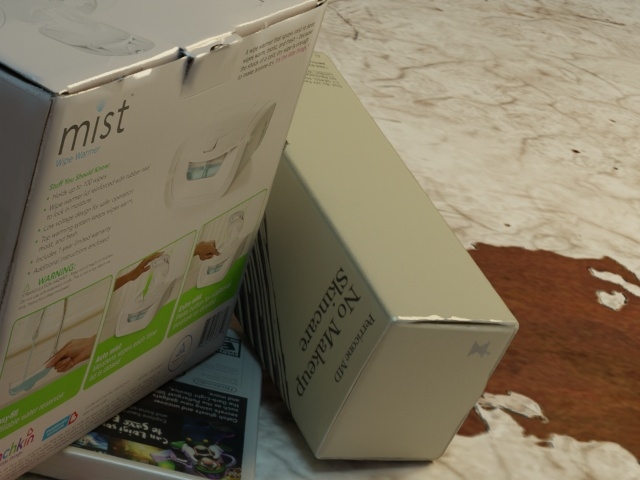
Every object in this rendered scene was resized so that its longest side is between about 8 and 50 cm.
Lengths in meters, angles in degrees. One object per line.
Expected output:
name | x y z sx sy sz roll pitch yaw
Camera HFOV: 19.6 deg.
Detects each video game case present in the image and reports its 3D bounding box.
video game case | -0.127 0.081 1.034 0.190 0.022 0.173 15 25 -6

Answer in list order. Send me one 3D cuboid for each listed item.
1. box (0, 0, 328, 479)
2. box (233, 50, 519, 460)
box | -0.130 -0.024 0.947 0.126 0.231 0.262 27 27 19
box | 0.000 0.000 1.117 0.094 0.113 0.275 5 35 -34
